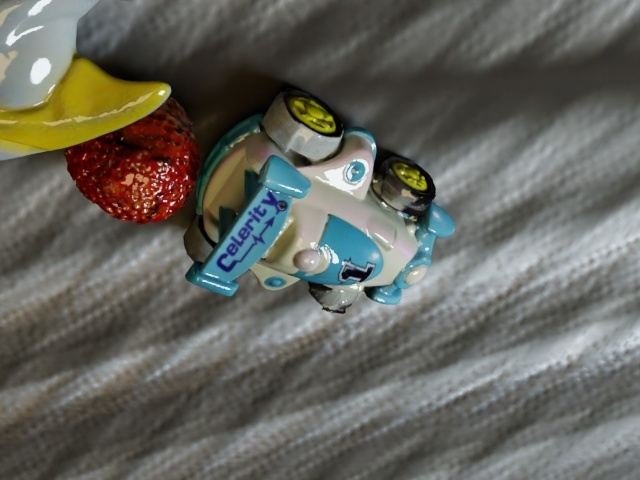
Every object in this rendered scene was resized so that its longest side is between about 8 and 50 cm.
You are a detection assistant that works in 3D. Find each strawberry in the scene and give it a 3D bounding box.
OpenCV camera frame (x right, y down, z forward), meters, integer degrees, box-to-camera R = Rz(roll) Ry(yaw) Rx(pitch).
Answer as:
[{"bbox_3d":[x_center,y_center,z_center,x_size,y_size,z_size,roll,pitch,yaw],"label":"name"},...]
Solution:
[{"bbox_3d":[-0.108,-0.048,1.028,0.083,0.096,0.083,0,105,-1],"label":"strawberry"}]

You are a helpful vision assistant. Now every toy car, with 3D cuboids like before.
[{"bbox_3d":[0.000,0.000,1.060,0.161,0.098,0.126,29,119,-18],"label":"toy car"}]

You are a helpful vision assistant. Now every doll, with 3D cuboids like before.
[{"bbox_3d":[-0.238,-0.101,0.984,0.316,0.146,0.103,-22,155,17],"label":"doll"}]
